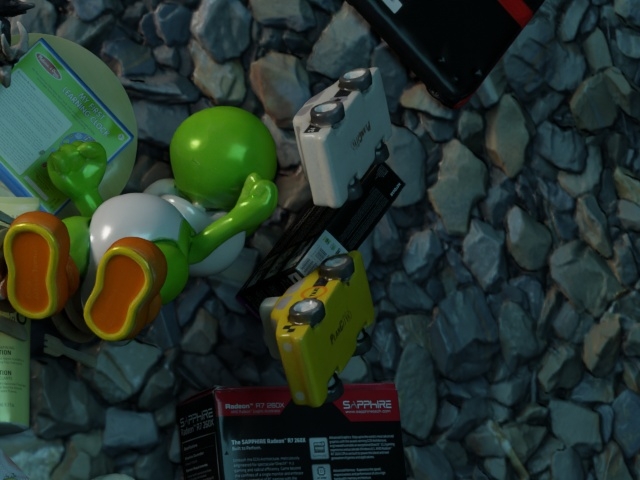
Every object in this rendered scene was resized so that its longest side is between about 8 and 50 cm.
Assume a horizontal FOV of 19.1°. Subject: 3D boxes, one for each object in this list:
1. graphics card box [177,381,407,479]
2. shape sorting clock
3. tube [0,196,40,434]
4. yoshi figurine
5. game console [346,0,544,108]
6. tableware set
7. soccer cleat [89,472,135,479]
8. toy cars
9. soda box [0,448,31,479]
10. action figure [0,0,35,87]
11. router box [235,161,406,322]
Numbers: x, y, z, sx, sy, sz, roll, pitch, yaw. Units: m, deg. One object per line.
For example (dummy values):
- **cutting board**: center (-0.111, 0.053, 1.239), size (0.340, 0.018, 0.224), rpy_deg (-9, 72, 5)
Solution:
- **graphics card box**: center (-0.014, 0.337, 1.962), size (0.233, 0.094, 0.371), rpy_deg (1, 74, -33)
- **shape sorting clock**: center (-0.287, -0.112, 1.949), size (0.206, 0.040, 0.206), rpy_deg (3, 82, -22)
- **tube**: center (-0.320, 0.069, 1.866), size (0.070, 0.062, 0.240), rpy_deg (25, 57, -57)
- **yoshi figurine**: center (-0.152, -0.038, 1.878), size (0.203, 0.203, 0.362), rpy_deg (60, 28, -2)
- **game console**: center (0.123, -0.397, 2.297), size (0.386, 0.060, 0.342), rpy_deg (46, 62, -13)
- **tableware set**: center (-0.265, 0.042, 1.867), size (0.194, 0.039, 0.128), rpy_deg (29, 54, -52)
- **soccer cleat**: center (-0.244, 0.285, 1.839), size (0.196, 0.076, 0.068), rpy_deg (-28, 92, -36)
- **toy cars**: center (-0.003, -0.010, 1.907), size (0.176, 0.087, 0.393), rpy_deg (47, 45, -58)
- **soda box**: center (-0.351, 0.201, 1.803), size (0.183, 0.063, 0.058), rpy_deg (49, 59, -11)
- **action figure**: center (-0.361, -0.178, 1.841), size (0.164, 0.141, 0.275), rpy_deg (-1, 67, -7)
- **router box**: center (0.000, 0.000, 2.045), size (0.046, 0.133, 0.179), rpy_deg (46, 57, -13)
